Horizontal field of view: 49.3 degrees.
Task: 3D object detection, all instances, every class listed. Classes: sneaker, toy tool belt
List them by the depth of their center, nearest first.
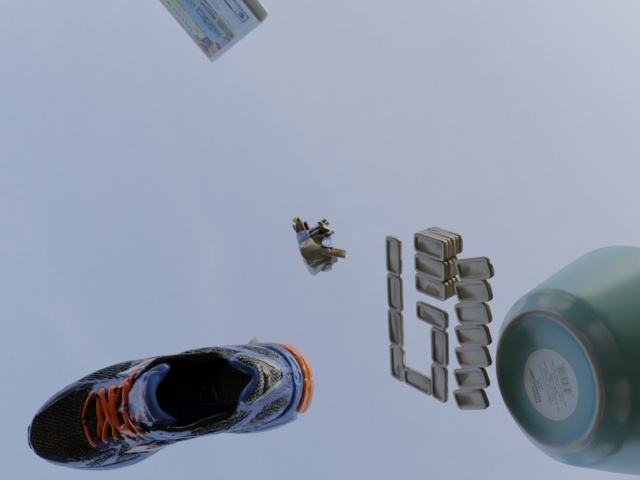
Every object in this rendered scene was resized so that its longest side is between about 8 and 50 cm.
[{"bbox_3d":[-0.120,0.115,0.510,0.221,0.087,0.083,-18,-109,10],"label":"sneaker"},{"bbox_3d":[0.000,0.000,0.835,0.051,0.052,0.083,-21,-136,3],"label":"toy tool belt"}]

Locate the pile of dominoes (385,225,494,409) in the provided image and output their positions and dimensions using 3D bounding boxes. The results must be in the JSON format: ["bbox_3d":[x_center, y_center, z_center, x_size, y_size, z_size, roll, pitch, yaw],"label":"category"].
[{"bbox_3d":[0.173,0.110,0.979,0.040,0.196,0.251,-18,-67,-34],"label":"pile of dominoes"}]

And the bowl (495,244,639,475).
[{"bbox_3d":[0.347,0.165,0.902,0.163,0.311,0.311,-4,-104,-28],"label":"bowl"}]

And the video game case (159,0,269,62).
[{"bbox_3d":[-0.194,-0.385,1.030,0.227,0.206,0.026,49,-113,-17],"label":"video game case"}]

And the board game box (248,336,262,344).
[{"bbox_3d":[-0.088,0.216,1.146,0.090,0.090,0.020,39,-131,17],"label":"board game box"}]
